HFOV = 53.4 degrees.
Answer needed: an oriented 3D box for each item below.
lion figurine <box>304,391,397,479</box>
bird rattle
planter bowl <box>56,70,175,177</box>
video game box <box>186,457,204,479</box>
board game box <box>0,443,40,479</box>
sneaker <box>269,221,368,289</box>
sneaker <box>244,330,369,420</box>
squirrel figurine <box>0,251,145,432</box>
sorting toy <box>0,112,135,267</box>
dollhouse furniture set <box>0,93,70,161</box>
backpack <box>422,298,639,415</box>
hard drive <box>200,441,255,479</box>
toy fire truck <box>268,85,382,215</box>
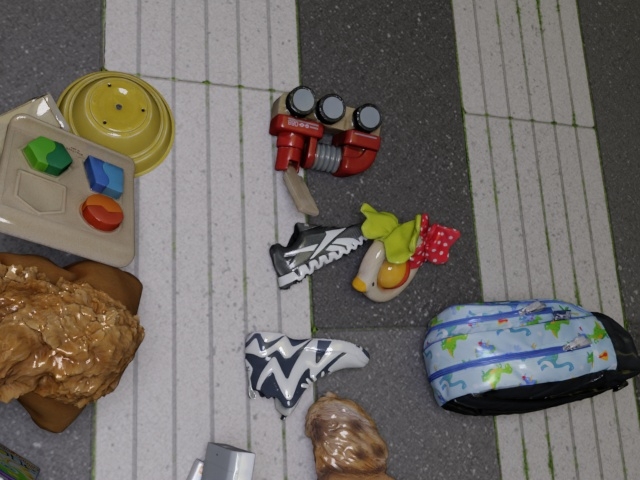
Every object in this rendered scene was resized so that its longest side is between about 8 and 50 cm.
[{"bbox_3d":[0.029,0.484,1.112,0.240,0.142,0.392,31,66,-18],"label":"lion figurine"},{"bbox_3d":[0.151,0.027,1.273,0.143,0.254,0.206,35,98,29],"label":"bird rattle"},{"bbox_3d":[-0.368,-0.227,1.157,0.217,0.090,0.217,5,75,-20],"label":"planter bowl"},{"bbox_3d":[-0.170,0.506,1.086,0.187,0.048,0.205,27,69,-11],"label":"video game box"},{"bbox_3d":[-0.495,0.354,0.869,0.142,0.275,0.144,37,68,-9],"label":"board game box"},{"bbox_3d":[0.000,0.000,1.252,0.234,0.078,0.106,-28,91,-22],"label":"sneaker"},{"bbox_3d":[-0.028,0.256,1.174,0.235,0.094,0.152,11,75,-18],"label":"sneaker"},{"bbox_3d":[-0.456,0.090,0.879,0.371,0.397,0.280,34,74,-24],"label":"squirrel figurine"},{"bbox_3d":[-0.419,-0.098,0.958,0.307,0.041,0.229,22,41,-35],"label":"sorting toy"},{"bbox_3d":[-0.486,-0.135,1.089,0.129,0.129,0.183,-36,116,-25],"label":"dollhouse furniture set"},{"bbox_3d":[0.379,0.233,1.256,0.356,0.290,0.273,-19,76,-17],"label":"backpack"},{"bbox_3d":[-0.162,0.471,0.960,0.040,0.203,0.307,14,73,-18],"label":"hard drive"},{"bbox_3d":[0.006,-0.163,1.267,0.217,0.158,0.246,11,86,-19],"label":"toy fire truck"}]
